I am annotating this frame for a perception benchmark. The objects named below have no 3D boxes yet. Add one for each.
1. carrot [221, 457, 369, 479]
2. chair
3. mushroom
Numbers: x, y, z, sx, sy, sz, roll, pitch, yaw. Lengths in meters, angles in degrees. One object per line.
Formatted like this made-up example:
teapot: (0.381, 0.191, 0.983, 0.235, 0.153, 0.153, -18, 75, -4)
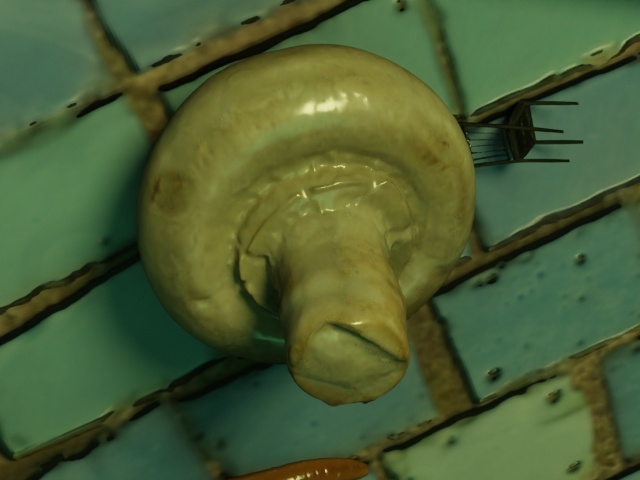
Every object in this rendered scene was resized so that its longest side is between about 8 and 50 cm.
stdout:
carrot: (-0.032, 0.176, 1.038, 0.142, 0.035, 0.035, -15, 119, -13)
chair: (0.126, -0.070, 0.959, 0.086, 0.042, 0.037, 0, 121, 25)
mushroom: (-0.012, -0.012, 0.861, 0.206, 0.209, 0.206, 3, 108, 10)
